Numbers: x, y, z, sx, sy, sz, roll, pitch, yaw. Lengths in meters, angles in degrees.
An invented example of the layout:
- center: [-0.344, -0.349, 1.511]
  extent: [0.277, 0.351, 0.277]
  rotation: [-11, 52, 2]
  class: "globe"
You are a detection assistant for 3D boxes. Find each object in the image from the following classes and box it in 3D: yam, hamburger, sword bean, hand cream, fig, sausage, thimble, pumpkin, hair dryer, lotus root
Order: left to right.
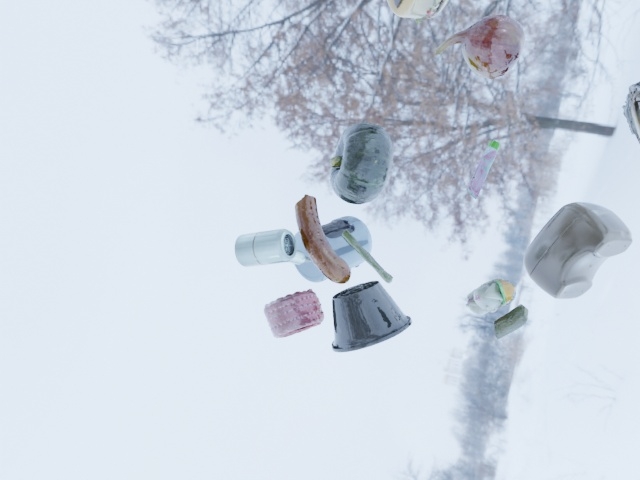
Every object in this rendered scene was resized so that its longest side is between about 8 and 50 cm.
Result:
- center: [-0.109, 0.040, 1.798]
  extent: [0.357, 0.173, 0.107]
  rotation: [16, -109, -61]
  class: "hair dryer"
- center: [-0.096, 0.254, 1.875]
  extent: [0.190, 0.163, 0.124]
  rotation: [-12, -106, -33]
  class: "thimble"
- center: [-0.004, 0.002, 1.685]
  extent: [0.103, 0.302, 0.076]
  rotation: [-19, -13, -25]
  class: "sausage"
- center: [0.140, -0.282, 1.984]
  extent: [0.300, 0.208, 0.299]
  rotation: [-166, 90, -80]
  class: "pumpkin"
- center: [0.179, 0.063, 2.093]
  extent: [0.038, 0.269, 0.043]
  rotation: [-46, -6, 20]
  class: "sword bean"
- center: [0.352, -0.946, 1.970]
  extent: [0.171, 0.302, 0.301]
  rotation: [-16, -54, -18]
  class: "hamburger"
- center: [0.448, -0.543, 1.506]
  extent: [0.175, 0.207, 0.174]
  rotation: [-161, 90, -82]
  class: "fig"
- center: [0.734, -0.321, 2.455]
  extent: [0.275, 0.079, 0.050]
  rotation: [-63, 10, -10]
  class: "hand cream"
- center: [0.660, 0.282, 1.885]
  extent: [0.146, 0.069, 0.070]
  rotation: [-39, -8, 22]
  class: "yam"
- center: [0.772, -0.260, 1.214]
  extent: [0.078, 0.167, 0.329]
  rotation: [-45, -43, 7]
  class: "lotus root"

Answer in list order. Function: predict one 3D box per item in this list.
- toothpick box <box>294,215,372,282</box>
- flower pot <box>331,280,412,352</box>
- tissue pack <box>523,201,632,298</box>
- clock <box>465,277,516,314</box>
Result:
- center: [0.073, 0.036, 2.385]
  extent: [0.355, 0.263, 0.262]
  rotation: [-21, -57, -39]
  class: "toothpick box"
- center: [0.135, 0.224, 1.694]
  extent: [0.269, 0.269, 0.166]
  rotation: [-18, -92, -66]
  class: "flower pot"
- center: [1.018, 0.027, 2.211]
  extent: [0.268, 0.276, 0.387]
  rotation: [-2, -48, -35]
  class: "tissue pack"
- center: [0.591, 0.200, 1.915]
  extent: [0.231, 0.144, 0.103]
  rotation: [90, 166, -69]
  class: "clock"
